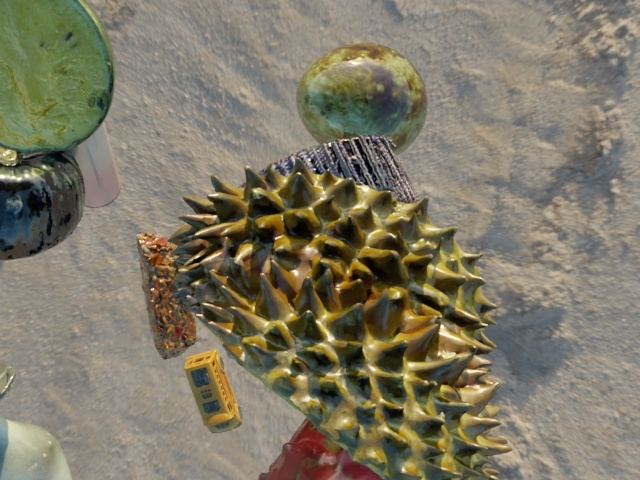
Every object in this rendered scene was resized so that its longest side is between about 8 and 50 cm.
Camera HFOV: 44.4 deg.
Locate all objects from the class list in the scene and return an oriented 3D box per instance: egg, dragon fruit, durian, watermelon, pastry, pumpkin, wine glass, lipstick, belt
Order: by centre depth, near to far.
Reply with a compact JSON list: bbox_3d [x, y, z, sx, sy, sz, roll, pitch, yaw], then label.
[{"bbox_3d":[0.021,0.068,0.425,0.252,0.139,0.144,32,50,-17],"label":"durian"},{"bbox_3d":[0.054,0.247,0.815,0.210,0.205,0.268,46,50,-8],"label":"dragon fruit"},{"bbox_3d":[-0.337,-0.220,0.909,0.204,0.127,0.232,-24,110,13],"label":"watermelon"},{"bbox_3d":[0.000,0.000,0.957,0.260,0.325,0.122,-25,68,-5],"label":"belt"},{"bbox_3d":[-0.198,0.069,1.023,0.063,0.087,0.169,-11,102,-19],"label":"pastry"},{"bbox_3d":[-0.449,0.301,1.131,0.126,0.126,0.241,-17,119,-3],"label":"wine glass"},{"bbox_3d":[-0.474,-0.071,1.179,0.233,0.233,0.163,13,125,-3],"label":"pumpkin"},{"bbox_3d":[-0.392,-0.179,1.267,0.087,0.327,0.087,2,58,-3],"label":"lipstick"},{"bbox_3d":[0.077,-0.274,1.545,0.289,0.238,0.238,9,90,-42],"label":"egg"}]

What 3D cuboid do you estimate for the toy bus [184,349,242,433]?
[{"bbox_3d":[-0.204,0.296,1.488,0.069,0.074,0.162,-17,101,5],"label":"toy bus"}]
